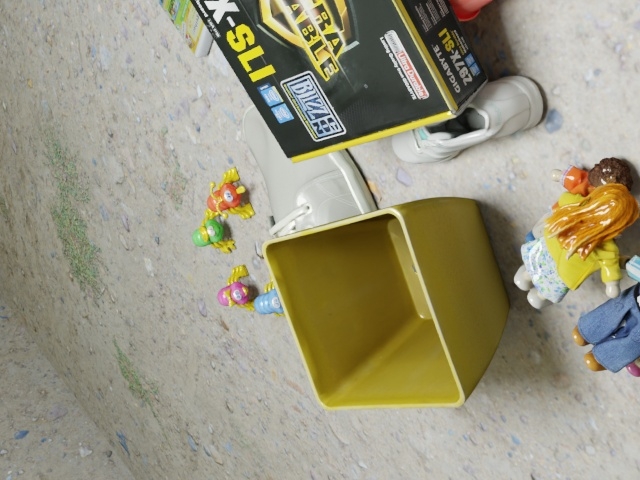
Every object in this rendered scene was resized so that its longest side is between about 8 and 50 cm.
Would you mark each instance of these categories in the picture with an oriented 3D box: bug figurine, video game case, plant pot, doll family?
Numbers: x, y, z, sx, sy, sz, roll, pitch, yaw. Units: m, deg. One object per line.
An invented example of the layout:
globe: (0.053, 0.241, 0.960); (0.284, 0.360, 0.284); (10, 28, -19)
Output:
bug figurine: (-0.145, 0.028, 1.347); (0.216, 0.072, 0.279); (-27, 88, 57)
video game case: (-0.206, -0.431, 1.195); (0.206, 0.026, 0.227); (56, 144, 16)
plant pot: (0.096, 0.054, 0.902); (0.212, 0.187, 0.212); (-14, 99, 45)
doll family: (0.277, 0.041, 0.720); (0.263, 0.118, 0.163); (54, 145, 18)

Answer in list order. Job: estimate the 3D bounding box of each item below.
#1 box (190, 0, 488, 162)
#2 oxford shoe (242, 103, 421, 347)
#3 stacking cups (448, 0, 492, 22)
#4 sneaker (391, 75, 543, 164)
box: (-0.014, -0.251, 0.799); (0.257, 0.079, 0.322); (-7, 121, 50)
oxford shoe: (0.000, 0.000, 1.079); (0.449, 0.130, 0.169); (62, 148, 9)
stacking cups: (0.081, -0.243, 0.858); (0.316, 0.096, 0.096); (-23, 91, 53)
sneaker: (0.130, -0.124, 0.848); (0.212, 0.094, 0.080); (-15, 99, 57)
